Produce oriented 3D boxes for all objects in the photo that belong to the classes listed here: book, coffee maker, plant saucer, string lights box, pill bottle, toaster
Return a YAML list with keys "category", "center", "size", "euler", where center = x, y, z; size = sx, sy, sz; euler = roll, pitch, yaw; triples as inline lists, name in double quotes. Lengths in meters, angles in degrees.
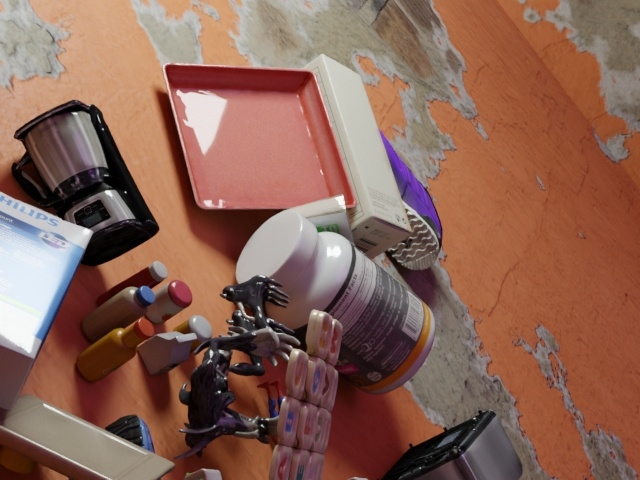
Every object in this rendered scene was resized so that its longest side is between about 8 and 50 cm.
- category: "book"
  center: [0.000, 0.000, 1.994]
  size: [0.144, 0.096, 0.035]
  euler: [74, 5, -50]
- category: "coffee maker"
  center: [-0.276, -0.069, 1.679]
  size: [0.171, 0.120, 0.178]
  euler: [-9, 69, -60]
- category: "plant saucer"
  center: [-0.098, -0.145, 2.020]
  size: [0.258, 0.048, 0.259]
  euler: [-1, 60, -28]
- category: "string lights box"
  center: [-0.339, 0.052, 1.426]
  size: [0.133, 0.076, 0.259]
  euler: [24, 28, -8]
- category: "pill bottle"
  center: [0.022, 0.088, 1.938]
  size: [0.278, 0.162, 0.162]
  euler: [39, 34, -28]
- category: "toaster"
  center: [0.179, 0.338, 1.922]
  size: [0.110, 0.168, 0.186]
  euler: [58, 28, 1]

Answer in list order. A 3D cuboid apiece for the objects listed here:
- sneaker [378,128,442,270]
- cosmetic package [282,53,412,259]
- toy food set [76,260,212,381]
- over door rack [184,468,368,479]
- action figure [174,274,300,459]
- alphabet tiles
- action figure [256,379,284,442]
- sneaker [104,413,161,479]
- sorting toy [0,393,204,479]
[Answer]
- category: "sneaker"
  center: [0.120, -0.092, 2.346]
  size: [0.293, 0.102, 0.146]
  euler: [60, 24, -4]
- category: "cosmetic package"
  center: [0.015, -0.116, 2.135]
  size: [0.113, 0.160, 0.309]
  euler: [22, 45, -48]
- category: "toy food set"
  center: [-0.198, 0.093, 1.651]
  size: [0.232, 0.104, 0.111]
  euler: [-4, 65, -58]
- category: "over door rack"
  center: [-0.123, 0.341, 1.286]
  size: [0.239, 0.324, 0.108]
  euler: [16, 42, -51]
- category: "action figure"
  center: [-0.090, 0.165, 1.666]
  size: [0.141, 0.164, 0.275]
  euler: [10, 38, 7]
- category: "alphabet tiles"
  center: [-0.013, 0.233, 1.692]
  size: [0.278, 0.021, 0.284]
  euler: [48, 51, -73]
- category: "action figure"
  center: [-0.054, 0.244, 1.803]
  size: [0.038, 0.030, 0.115]
  euler: [0, 66, -51]
- category: "sneaker"
  center: [-0.201, 0.296, 1.490]
  size: [0.087, 0.083, 0.221]
  euler: [44, 30, -54]
- category: "sorting toy"
  center: [-0.256, 0.217, 1.370]
  size: [0.348, 0.047, 0.196]
  euler: [24, 2, 8]
